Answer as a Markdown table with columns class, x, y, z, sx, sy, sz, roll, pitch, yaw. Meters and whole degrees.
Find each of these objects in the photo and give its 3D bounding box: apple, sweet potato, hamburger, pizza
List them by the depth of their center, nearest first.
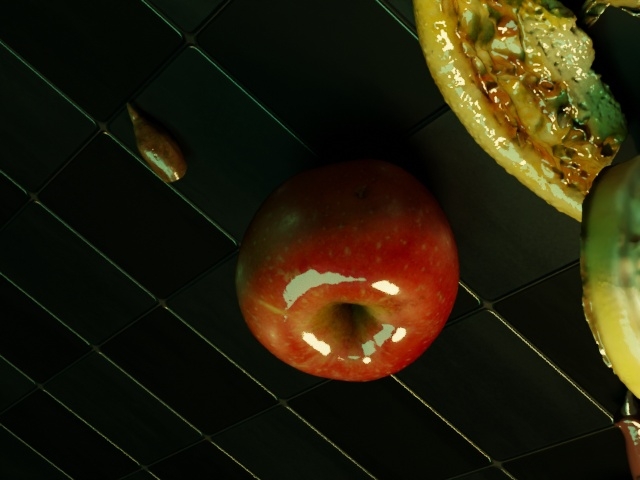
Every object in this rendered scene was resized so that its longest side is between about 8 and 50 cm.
| class | x | y | z | sx | sy | sz | roll | pitch | yaw |
| --- | --- | --- | --- | --- | --- | --- | --- | --- | --- |
| hamburger | 0.401 | 0.039 | 1.224 | 0.186 | 0.260 | 0.303 | -11 | 145 | 36 |
| pizza | 0.204 | -0.157 | 1.264 | 0.182 | 0.074 | 0.365 | 4 | 137 | 46 |
| apple | 0.033 | 0.028 | 1.455 | 0.261 | 0.216 | 0.260 | 0 | 132 | 0 |
| sweet potato | -0.215 | -0.129 | 1.617 | 0.049 | 0.049 | 0.117 | -18 | 111 | 45 |

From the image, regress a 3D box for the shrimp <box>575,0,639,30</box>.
| class | x | y | z | sx | sy | sz | roll | pitch | yaw |
| --- | --- | --- | --- | --- | --- | --- | --- | --- | --- |
| shrimp | 0.310 | -0.176 | 1.207 | 0.148 | 0.035 | 0.195 | 13 | 139 | 22 |

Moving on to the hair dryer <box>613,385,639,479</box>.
| class | x | y | z | sx | sy | sz | roll | pitch | yaw |
| --- | --- | --- | --- | --- | --- | --- | --- | --- | --- |
| hair dryer | 0.481 | 0.310 | 1.620 | 0.313 | 0.123 | 0.340 | -8 | 119 | 26 |
